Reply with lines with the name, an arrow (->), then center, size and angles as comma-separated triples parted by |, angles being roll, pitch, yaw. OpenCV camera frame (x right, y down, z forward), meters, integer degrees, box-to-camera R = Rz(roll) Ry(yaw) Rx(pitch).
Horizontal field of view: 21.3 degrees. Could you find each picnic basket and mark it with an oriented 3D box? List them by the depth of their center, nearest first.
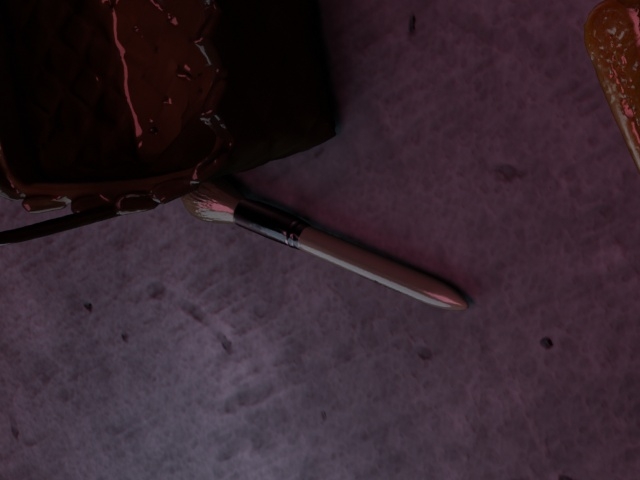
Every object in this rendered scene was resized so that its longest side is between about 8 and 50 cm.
picnic basket -> -0.180, -0.141, 1.317 | 0.291, 0.321, 0.254 | -5, 97, 42

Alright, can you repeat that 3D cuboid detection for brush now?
brush -> 0.000, 0.000, 1.393 | 0.299, 0.042, 0.039 | 21, 117, 33

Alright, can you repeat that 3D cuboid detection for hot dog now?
hot dog -> 0.257, -0.031, 1.117 | 0.289, 0.068, 0.083 | 65, 158, -1
